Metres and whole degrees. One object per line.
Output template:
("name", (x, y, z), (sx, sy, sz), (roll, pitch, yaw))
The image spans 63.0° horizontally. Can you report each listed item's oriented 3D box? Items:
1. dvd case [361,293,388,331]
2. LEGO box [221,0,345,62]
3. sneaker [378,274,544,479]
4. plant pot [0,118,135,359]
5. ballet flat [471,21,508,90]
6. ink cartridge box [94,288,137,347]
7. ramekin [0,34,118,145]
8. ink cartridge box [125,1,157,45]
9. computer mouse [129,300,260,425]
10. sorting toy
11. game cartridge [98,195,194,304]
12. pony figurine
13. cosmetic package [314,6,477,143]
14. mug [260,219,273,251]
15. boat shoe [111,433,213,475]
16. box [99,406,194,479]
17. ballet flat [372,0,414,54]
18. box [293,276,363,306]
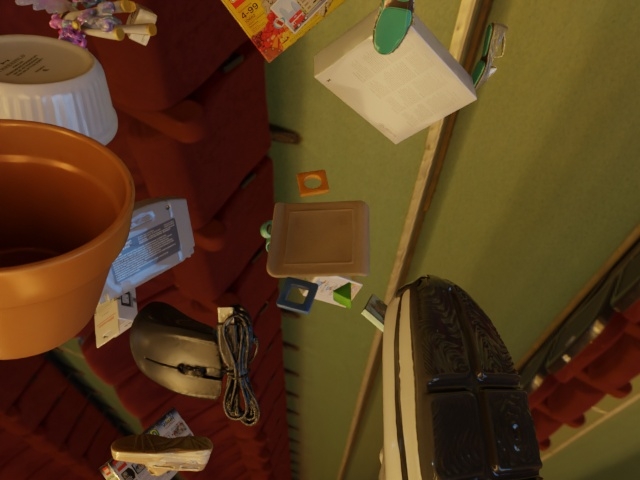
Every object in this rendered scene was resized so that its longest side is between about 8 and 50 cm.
("dvd case", (0.115, 0.138, 0.921), (0.087, 0.119, 0.013), (41, 104, 6))
("LEGO box", (-0.088, -0.866, 1.598), (0.193, 0.500, 0.372), (58, -171, 31))
("sneaker", (0.049, 0.265, 0.446), (0.169, 0.448, 0.257), (17, 151, -42))
("plant pot", (-0.387, 0.010, 0.653), (0.290, 0.291, 0.204), (23, 128, 8))
("ballet flat", (0.516, -0.549, 1.588), (0.068, 0.072, 0.213), (9, 116, -8))
("ink cartridge box", (-0.532, 0.180, 1.354), (0.104, 0.180, 0.060), (-32, 148, 26))
("ramekin", (-0.497, -0.256, 0.904), (0.272, 0.273, 0.127), (22, 129, 9))
("ink cartridge box", (-0.631, -0.760, 1.826), (0.063, 0.150, 0.109), (16, 111, -35))
("computer mouse", (-0.211, 0.168, 0.786), (0.272, 0.072, 0.189), (9, 110, 37))
("sorting toy", (0.000, 0.000, 1.039), (0.195, 0.348, 0.047), (1, 144, 4))
("game cartridge", (-0.452, 0.006, 1.304), (0.062, 0.297, 0.198), (14, 122, 36))
("pony figurine", (-0.771, -0.690, 1.666), (0.363, 0.351, 0.303), (4, 117, 16))
("cosmetic package", (0.210, -0.451, 1.446), (0.284, 0.098, 0.377), (-27, 141, 34))
("mug", (-0.107, -0.019, 1.641), (0.129, 0.098, 0.158), (-1, 150, 11))
("boat shoe", (-0.273, 0.374, 0.896), (0.170, 0.059, 0.063), (10, -172, -20))
("box", (-0.349, 0.455, 1.098), (0.036, 0.207, 0.114), (-38, 87, 26))
("ballet flat", (0.171, -0.529, 1.141), (0.091, 0.077, 0.241), (14, 137, 0))
("box", (0.020, 0.129, 1.705), (0.203, 0.103, 0.114), (22, -160, -40))
